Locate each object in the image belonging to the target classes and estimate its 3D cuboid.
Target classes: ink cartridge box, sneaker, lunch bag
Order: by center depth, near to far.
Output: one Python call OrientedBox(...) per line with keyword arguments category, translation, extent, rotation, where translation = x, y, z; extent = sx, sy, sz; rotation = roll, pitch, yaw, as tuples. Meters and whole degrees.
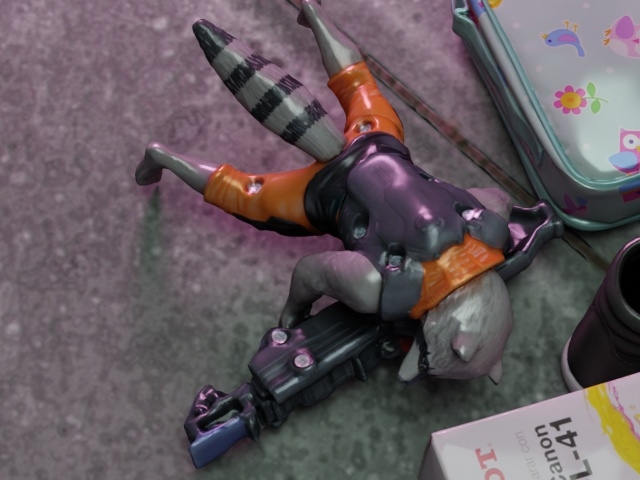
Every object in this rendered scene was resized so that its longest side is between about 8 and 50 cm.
OrientedBox(category="ink cartridge box", translation=(0.247, 0.210, 1.374), extent=(0.306, 0.131, 0.226), rotation=(-15, 67, -10))
OrientedBox(category="sneaker", translation=(0.325, 0.032, 1.448), extent=(0.296, 0.147, 0.104), rotation=(-19, 66, -12))
OrientedBox(category="lunch bag", translation=(0.230, -0.156, 1.551), extent=(0.224, 0.108, 0.279), rotation=(-21, 66, -5))

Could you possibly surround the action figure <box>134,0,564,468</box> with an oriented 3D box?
OrientedBox(category="action figure", translation=(0.000, 0.000, 1.442), extent=(0.341, 0.178, 0.330), rotation=(-39, 63, -19))
